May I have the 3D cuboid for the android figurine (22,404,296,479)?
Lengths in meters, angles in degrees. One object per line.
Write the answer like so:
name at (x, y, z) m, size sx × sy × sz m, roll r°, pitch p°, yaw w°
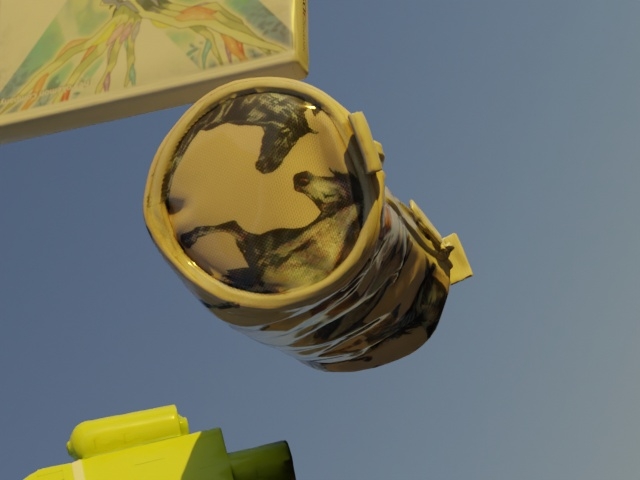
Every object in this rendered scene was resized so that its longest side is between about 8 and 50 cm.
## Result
android figurine at (-0.144, 0.235, 1.314) m, size 0.248 × 0.273 × 0.056 m, roll -108°, pitch 10°, yaw -48°

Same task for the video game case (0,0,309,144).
video game case at (-0.168, -0.242, 1.460) m, size 0.036 × 0.329 × 0.300 m, roll 50°, pitch -146°, yaw -57°

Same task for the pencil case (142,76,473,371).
pencil case at (0.000, 0.000, 1.267) m, size 0.183 × 0.160 × 0.410 m, roll -31°, pitch -15°, yaw 4°
